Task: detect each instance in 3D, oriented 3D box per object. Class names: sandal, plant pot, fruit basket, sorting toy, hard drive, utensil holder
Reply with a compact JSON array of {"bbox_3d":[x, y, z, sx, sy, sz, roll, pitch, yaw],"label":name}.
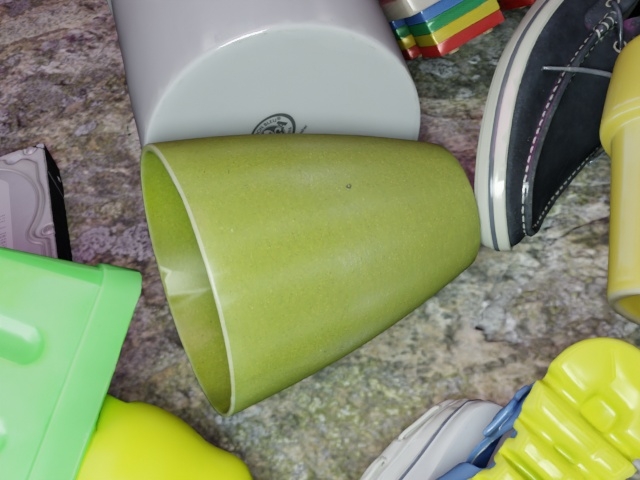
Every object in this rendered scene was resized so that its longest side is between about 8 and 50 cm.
[{"bbox_3d":[0.142,0.212,0.827,0.317,0.138,0.126,-40,82,-5],"label":"sandal"},{"bbox_3d":[0.367,-0.037,0.949,0.254,0.254,0.239,12,76,28],"label":"plant pot"},{"bbox_3d":[-0.243,0.207,0.928,0.283,0.392,0.392,-15,34,51],"label":"fruit basket"},{"bbox_3d":[0.203,-0.319,1.321,0.255,0.089,0.257,-30,12,-4],"label":"sorting toy"},{"bbox_3d":[0.000,0.000,1.051,0.294,0.274,0.274,-17,43,-17],"label":"plant pot"},{"bbox_3d":[-0.426,0.034,1.279,0.237,0.064,0.339,-20,45,-1],"label":"hard drive"},{"bbox_3d":[-0.081,-0.232,1.234,0.328,0.327,0.385,-18,46,1],"label":"utensil holder"}]

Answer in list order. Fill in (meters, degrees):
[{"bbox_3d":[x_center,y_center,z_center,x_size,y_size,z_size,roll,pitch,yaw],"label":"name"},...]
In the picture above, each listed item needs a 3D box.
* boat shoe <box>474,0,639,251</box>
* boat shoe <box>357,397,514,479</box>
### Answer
[{"bbox_3d":[0.311,-0.189,1.148,0.156,0.186,0.500,19,59,28],"label":"boat shoe"},{"bbox_3d":[0.061,0.237,0.901,0.267,0.096,0.088,-49,23,-21],"label":"boat shoe"}]
